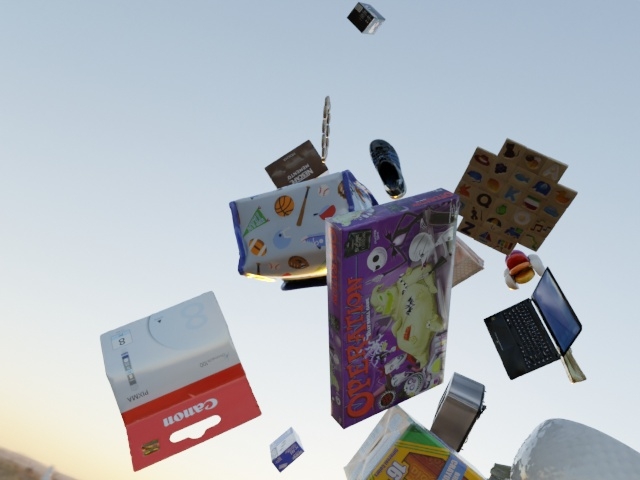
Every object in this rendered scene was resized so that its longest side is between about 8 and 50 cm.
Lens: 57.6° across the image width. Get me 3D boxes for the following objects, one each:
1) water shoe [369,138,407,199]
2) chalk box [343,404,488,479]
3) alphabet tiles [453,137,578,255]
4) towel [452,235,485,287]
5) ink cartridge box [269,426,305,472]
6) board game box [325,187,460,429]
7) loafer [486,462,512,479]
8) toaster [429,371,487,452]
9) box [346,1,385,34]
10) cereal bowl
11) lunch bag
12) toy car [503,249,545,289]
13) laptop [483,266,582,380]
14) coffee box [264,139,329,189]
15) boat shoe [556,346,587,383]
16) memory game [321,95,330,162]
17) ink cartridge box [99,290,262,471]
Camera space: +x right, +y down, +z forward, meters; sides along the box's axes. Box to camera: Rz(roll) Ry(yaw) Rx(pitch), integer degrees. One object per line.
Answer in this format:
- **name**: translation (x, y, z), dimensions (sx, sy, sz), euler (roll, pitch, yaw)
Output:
- **water shoe**: translation (0.180, -0.206, 1.556), dimensions (0.073, 0.203, 0.080), euler (-25, -29, 8)
- **chalk box**: translation (0.215, 0.484, 1.115), dimensions (0.289, 0.180, 0.179), euler (38, -5, -1)
- **alphabet tiles**: translation (0.518, -0.110, 1.606), dimensions (0.285, 0.011, 0.342), euler (27, -46, 9)
- **towel**: translation (0.367, 0.099, 2.046), dimensions (0.332, 0.053, 0.317), euler (-37, -52, 26)
- **ink cartridge box**: translation (-0.107, 0.648, 1.810), dimensions (0.046, 0.097, 0.207), euler (51, -9, 1)
- **board game box**: translation (0.108, 0.107, 0.881), dimensions (0.056, 0.208, 0.346), euler (41, -40, 54)
- **loafer**: translation (0.407, 0.530, 1.277), dimensions (0.251, 0.087, 0.094), euler (-18, -26, 8)
- **toaster**: translation (0.401, 0.487, 1.680), dimensions (0.110, 0.168, 0.185), euler (25, -70, 12)
- **box**: translation (0.118, -0.571, 1.499), dimensions (0.062, 0.083, 0.052), euler (48, -60, 8)
- **cereal bowl**: translation (0.374, 0.401, 0.734), dimensions (0.339, 0.141, 0.339), euler (45, -18, 19)
- **lunch bag**: translation (0.000, 0.000, 1.522), dimensions (0.328, 0.238, 0.385), euler (-11, -12, 17)
- **toy car**: translation (0.798, 0.102, 2.332), dimensions (0.159, 0.182, 0.136), euler (-35, -86, 20)
- **laptop**: translation (0.640, 0.256, 1.784), dimensions (0.264, 0.234, 0.136), euler (-29, -45, 17)
- **coffee box**: translation (-0.065, -0.199, 1.892), dimensions (0.118, 0.168, 0.297), euler (58, 0, 7)
- **boat shoe**: translation (0.793, 0.376, 1.847), dimensions (0.048, 0.152, 0.056), euler (-15, -30, 4)
- **memory game**: translation (0.016, -0.310, 1.618), dimensions (0.012, 0.186, 0.186), euler (4, -31, 4)
- **ink cartridge box**: translation (-0.347, 0.317, 1.403), dimensions (0.385, 0.308, 0.091), euler (-127, -159, -48)
